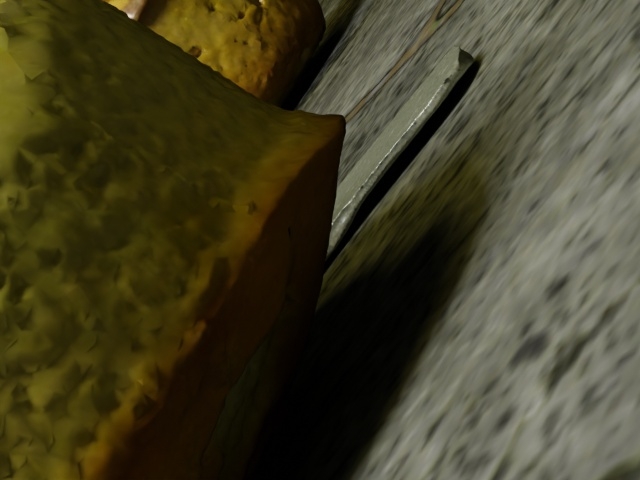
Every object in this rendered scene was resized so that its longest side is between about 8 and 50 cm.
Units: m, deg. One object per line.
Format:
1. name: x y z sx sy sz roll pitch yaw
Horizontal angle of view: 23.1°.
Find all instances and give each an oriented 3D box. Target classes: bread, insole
1. bread: -0.142 -0.134 1.402 0.358 0.204 0.337 -57 9 10
2. insole: 0.000 0.000 0.628 0.192 0.010 0.063 -51 9 20
3. bread: -0.097 0.057 0.466 0.270 0.148 0.270 -57 5 8
